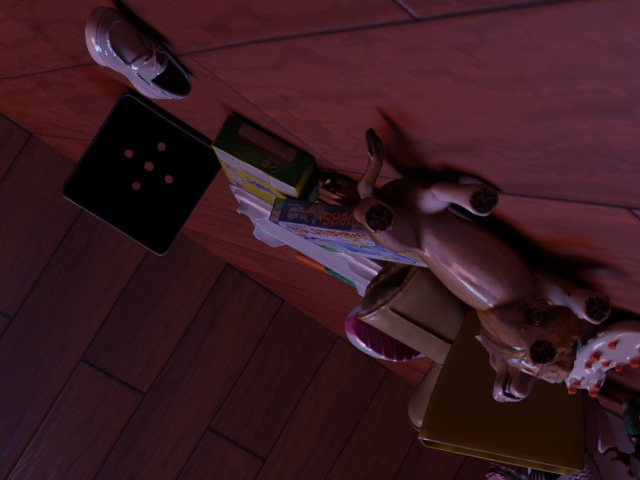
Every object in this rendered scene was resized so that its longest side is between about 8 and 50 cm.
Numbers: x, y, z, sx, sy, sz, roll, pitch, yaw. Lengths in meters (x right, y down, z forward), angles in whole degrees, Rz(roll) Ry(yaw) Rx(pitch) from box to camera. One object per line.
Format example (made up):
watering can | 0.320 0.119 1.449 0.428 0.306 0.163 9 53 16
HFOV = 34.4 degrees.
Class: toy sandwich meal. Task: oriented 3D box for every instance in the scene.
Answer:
toy sandwich meal | 0.032 -0.060 1.330 0.085 0.029 0.085 26 -178 -1

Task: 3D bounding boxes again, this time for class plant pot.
plant pot | 0.258 0.208 1.431 0.212 0.187 0.212 9 167 10
plant pot | -0.280 -0.112 1.655 0.188 0.187 0.167 32 -177 -11

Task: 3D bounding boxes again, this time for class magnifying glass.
magnifying glass | 0.034 0.060 2.053 0.231 0.026 0.092 20 166 46

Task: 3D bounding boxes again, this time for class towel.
towel | 0.462 0.507 1.929 0.237 0.037 0.329 31 172 -8

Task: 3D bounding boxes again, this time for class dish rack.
dish rack | 0.000 0.000 1.658 0.332 0.072 0.285 28 171 11

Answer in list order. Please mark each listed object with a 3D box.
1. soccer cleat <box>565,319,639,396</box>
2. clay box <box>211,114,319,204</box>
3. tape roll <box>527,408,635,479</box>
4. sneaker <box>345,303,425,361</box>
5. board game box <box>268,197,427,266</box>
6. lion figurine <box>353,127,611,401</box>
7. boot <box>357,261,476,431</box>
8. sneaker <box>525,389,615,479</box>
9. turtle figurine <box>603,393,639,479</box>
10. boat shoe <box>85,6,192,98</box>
soccer cleat | 0.332 0.123 1.224 0.068 0.076 0.196 10 154 -2
clay box | -0.069 -0.091 1.412 0.127 0.053 0.222 28 172 7
tape roll | 0.532 0.426 1.916 0.246 0.169 0.246 30 172 5
sneaker | 0.122 0.153 1.698 0.111 0.103 0.252 -10 164 44
board game box | 0.051 -0.010 1.340 0.201 0.035 0.136 9 167 42
lion figurine | 0.157 0.023 1.117 0.392 0.142 0.240 48 176 -12
boot | 0.148 0.157 1.564 0.269 0.236 0.089 34 -169 -37
sneaker | 0.394 0.357 1.621 0.137 0.366 0.210 -22 151 27
turtle figurine | 0.500 0.314 1.488 0.175 0.118 0.234 32 179 6
boat shoe | -0.204 -0.208 1.190 0.063 0.066 0.184 13 163 21
